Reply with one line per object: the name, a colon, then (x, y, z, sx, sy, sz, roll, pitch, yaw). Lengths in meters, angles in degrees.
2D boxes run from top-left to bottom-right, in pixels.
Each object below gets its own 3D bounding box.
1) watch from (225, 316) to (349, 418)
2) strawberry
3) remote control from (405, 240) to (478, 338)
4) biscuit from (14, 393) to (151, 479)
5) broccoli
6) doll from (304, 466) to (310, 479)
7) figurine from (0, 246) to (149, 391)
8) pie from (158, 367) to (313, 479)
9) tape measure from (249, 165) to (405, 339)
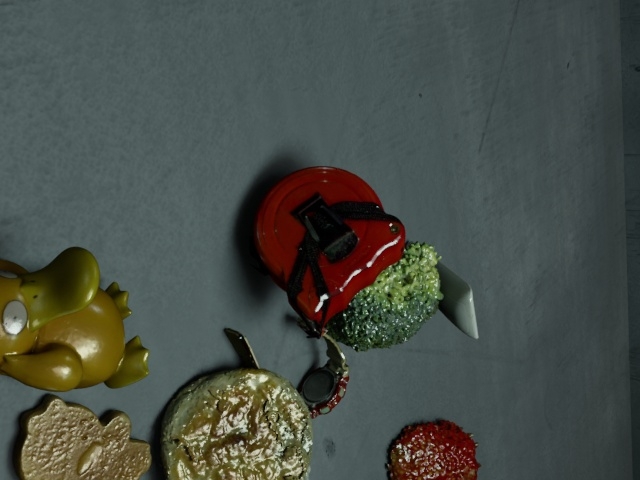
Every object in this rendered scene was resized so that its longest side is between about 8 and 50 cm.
watch: (-0.049, 0.220, 1.242, 0.165, 0.102, 0.268, -39, 123, -18)
strawberry: (0.292, 0.572, 1.641, 0.306, 0.137, 0.234, 16, 86, -49)
remote control: (0.249, 0.103, 1.428, 0.055, 0.313, 0.109, -19, 113, -10)
biscuit: (-0.350, 0.318, 0.970, 0.225, 0.036, 0.166, 43, 64, -39)
broccoli: (0.126, 0.101, 1.320, 0.288, 0.235, 0.260, 104, 5, -70)
doll: (-0.125, 0.451, 1.178, 0.293, 0.138, 0.119, -20, 155, -42)
figurine: (-0.347, 0.111, 0.844, 0.215, 0.215, 0.228, -57, 155, -25)
pie: (-0.137, 0.340, 1.113, 0.274, 0.055, 0.274, 7, 72, -23)
tape measure: (0.001, -0.001, 1.149, 0.253, 0.260, 0.114, -39, 161, -11)
